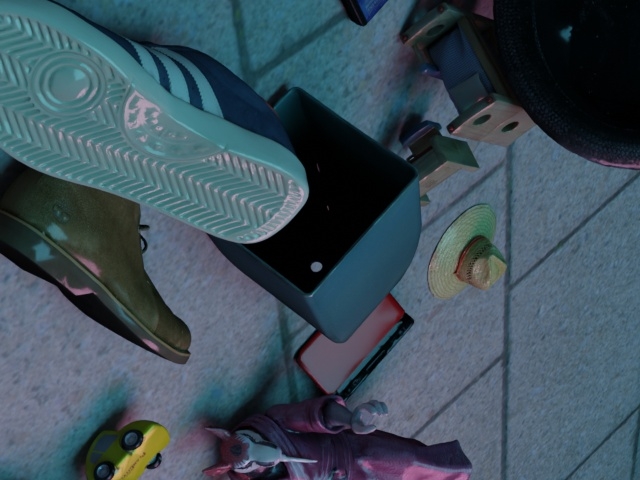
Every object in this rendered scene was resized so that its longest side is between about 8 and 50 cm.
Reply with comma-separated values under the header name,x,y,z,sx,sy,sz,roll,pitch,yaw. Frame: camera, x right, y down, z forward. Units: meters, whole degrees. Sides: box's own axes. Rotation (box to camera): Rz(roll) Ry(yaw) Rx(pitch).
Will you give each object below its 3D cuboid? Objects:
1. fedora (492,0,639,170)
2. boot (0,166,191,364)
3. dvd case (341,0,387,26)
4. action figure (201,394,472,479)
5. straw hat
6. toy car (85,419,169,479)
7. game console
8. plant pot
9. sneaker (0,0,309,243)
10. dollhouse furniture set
name,x,y,z,sx,sy,sz,roll,pitch,yaw
fedora,0.325,-0.223,1.616,0.334,0.334,0.152,-49,174,-12
boot,-0.182,0.020,1.356,0.115,0.112,0.305,-60,148,-14
dvd case,0.055,-0.340,1.417,0.180,0.022,0.253,-49,148,-10
action figure,0.000,0.256,1.767,0.370,0.276,0.248,24,101,-37
straw hat,0.205,0.030,1.920,0.144,0.061,0.144,-34,142,-31
toy car,-0.264,0.299,1.540,0.239,0.053,0.225,-26,138,-38
game console,0.036,0.126,1.826,0.144,0.085,0.124,-47,178,-14
plant pot,0.000,0.000,1.527,0.166,0.165,0.234,-48,156,-13
sneaker,-0.165,-0.123,1.242,0.131,0.148,0.350,-41,130,23
dollhouse furniture set,0.122,-0.144,1.627,0.183,0.129,0.129,-36,157,27
